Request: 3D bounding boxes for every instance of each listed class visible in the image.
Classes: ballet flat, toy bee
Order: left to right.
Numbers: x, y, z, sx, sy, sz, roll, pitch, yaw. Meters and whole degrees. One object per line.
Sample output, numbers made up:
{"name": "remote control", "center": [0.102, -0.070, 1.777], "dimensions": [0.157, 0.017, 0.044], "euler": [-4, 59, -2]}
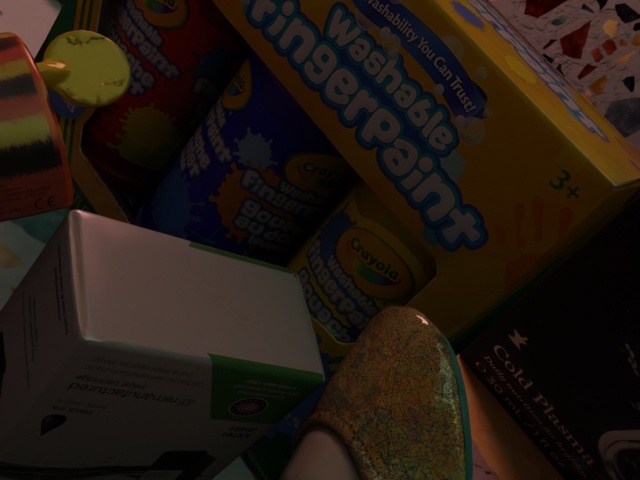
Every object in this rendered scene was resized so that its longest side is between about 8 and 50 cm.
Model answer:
{"name": "toy bee", "center": [-0.239, -0.095, 0.486], "dimensions": [0.195, 0.298, 0.162], "euler": [-25, 109, -49]}
{"name": "ballet flat", "center": [0.007, 0.209, 0.421], "dimensions": [0.123, 0.349, 0.123], "euler": [4, 2, 0]}

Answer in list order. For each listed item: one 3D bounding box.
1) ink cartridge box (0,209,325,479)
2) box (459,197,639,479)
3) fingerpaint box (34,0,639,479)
{"name": "ink cartridge box", "center": [-0.123, 0.094, 0.478], "dimensions": [0.153, 0.208, 0.087], "euler": [16, 41, -37]}
{"name": "box", "center": [0.457, 0.142, 0.781], "dimensions": [0.297, 0.472, 0.480], "euler": [-33, 73, -25]}
{"name": "fingerpaint box", "center": [-0.026, -0.086, 0.671], "dimensions": [0.445, 0.371, 0.163], "euler": [52, 30, 16]}
